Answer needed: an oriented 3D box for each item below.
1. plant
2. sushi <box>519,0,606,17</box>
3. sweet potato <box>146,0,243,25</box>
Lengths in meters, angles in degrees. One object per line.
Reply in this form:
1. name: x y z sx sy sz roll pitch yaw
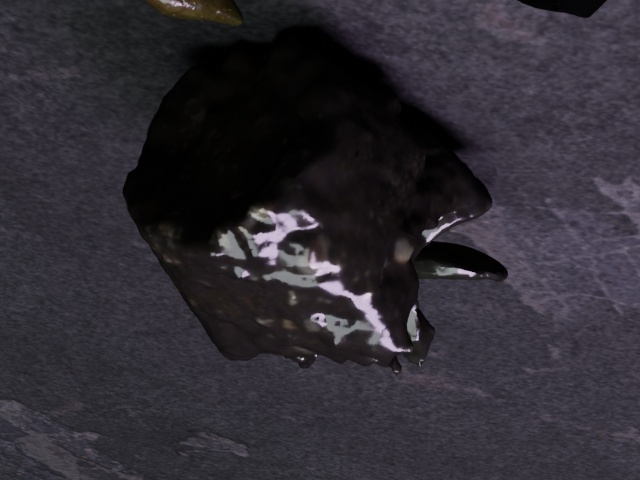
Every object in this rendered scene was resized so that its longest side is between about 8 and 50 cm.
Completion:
1. plant: 0.000 0.000 1.010 0.199 0.188 0.276 -4 151 32
2. sushi: 0.105 -0.178 0.571 0.172 0.150 0.153 -6 159 -14
3. sweet potato: -0.112 -0.169 0.880 0.153 0.038 0.041 23 130 -20
